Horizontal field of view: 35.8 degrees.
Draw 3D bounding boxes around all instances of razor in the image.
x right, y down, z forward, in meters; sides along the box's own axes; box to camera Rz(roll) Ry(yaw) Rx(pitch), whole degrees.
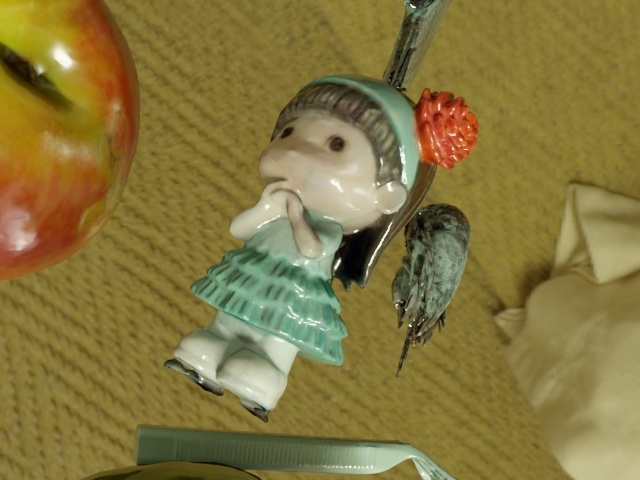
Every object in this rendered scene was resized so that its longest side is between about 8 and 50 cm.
[{"bbox_3d":[-0.004,0.170,0.766,0.278,0.111,0.056,14,83,-14],"label":"razor"}]

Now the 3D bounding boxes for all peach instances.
[{"bbox_3d":[-0.382,-0.133,1.059,0.388,0.388,0.388,-1,93,-18],"label":"peach"}]

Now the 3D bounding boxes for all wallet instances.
[{"bbox_3d":[0.122,-0.264,1.145,0.046,0.379,0.190,25,79,0],"label":"wallet"}]

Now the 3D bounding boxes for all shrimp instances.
[{"bbox_3d":[0.114,0.050,1.101,0.090,0.079,0.232,63,38,-47],"label":"shrimp"}]

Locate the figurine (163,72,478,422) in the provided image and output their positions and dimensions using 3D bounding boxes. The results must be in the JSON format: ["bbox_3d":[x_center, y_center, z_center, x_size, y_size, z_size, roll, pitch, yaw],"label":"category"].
[{"bbox_3d":[0.000,0.000,0.662,0.138,0.110,0.245,22,75,25],"label":"figurine"}]

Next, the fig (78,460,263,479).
[{"bbox_3d":[-0.120,0.294,0.594,0.343,0.343,0.343,-1,93,-18],"label":"fig"}]
